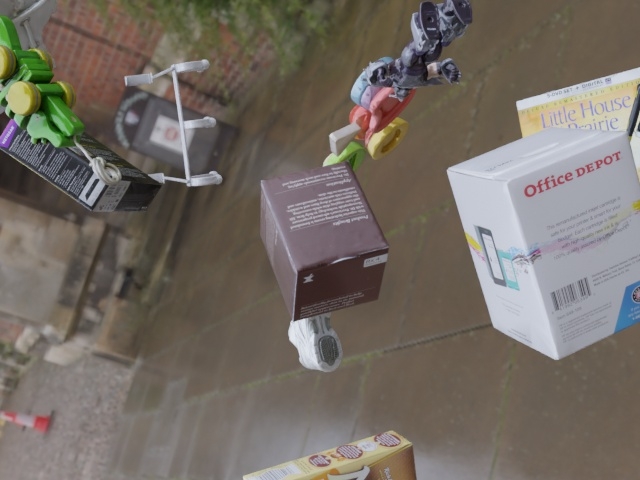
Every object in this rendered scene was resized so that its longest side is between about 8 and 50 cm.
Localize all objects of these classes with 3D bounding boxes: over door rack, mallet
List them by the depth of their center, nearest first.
[{"bbox_3d":[0.505,-0.173,1.535,0.062,0.039,0.190,-79,-6,-61],"label":"mallet"},{"bbox_3d":[-0.284,-0.231,1.867,0.324,0.108,0.240,7,105,60],"label":"over door rack"}]

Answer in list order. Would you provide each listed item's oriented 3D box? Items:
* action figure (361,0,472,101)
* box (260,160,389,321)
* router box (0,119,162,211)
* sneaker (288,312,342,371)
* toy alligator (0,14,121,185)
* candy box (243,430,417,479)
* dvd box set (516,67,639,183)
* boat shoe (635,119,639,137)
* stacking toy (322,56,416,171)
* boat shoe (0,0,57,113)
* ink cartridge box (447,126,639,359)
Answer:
[{"bbox_3d":[0.177,-0.329,1.688,0.285,0.185,0.099,118,135,-65],"label":"action figure"},{"bbox_3d":[0.000,0.000,1.628,0.167,0.168,0.203,97,156,-55],"label":"box"},{"bbox_3d":[-0.273,-0.086,1.079,0.046,0.133,0.179,-56,-6,6],"label":"router box"},{"bbox_3d":[-0.031,0.163,1.945,0.115,0.090,0.232,-16,78,49],"label":"sneaker"},{"bbox_3d":[-0.241,-0.109,0.798,0.051,0.190,0.056,-40,-10,25],"label":"toy alligator"},{"bbox_3d":[0.027,0.491,1.736,0.087,0.316,0.183,-160,60,-67],"label":"candy box"},{"bbox_3d":[0.602,-0.131,1.994,0.307,0.062,0.420,-10,89,39],"label":"dvd box set"},{"bbox_3d":[0.641,-0.248,1.658,0.114,0.302,0.091,7,112,34],"label":"boat shoe"},{"bbox_3d":[0.079,-0.280,2.170,0.279,0.130,0.309,-37,-18,-20],"label":"stacking toy"},{"bbox_3d":[-0.337,-0.261,0.994,0.156,0.136,0.367,-38,-11,-16],"label":"boat shoe"},{"bbox_3d":[0.342,-0.007,1.356,0.197,0.198,0.270,-152,42,-71],"label":"ink cartridge box"}]
